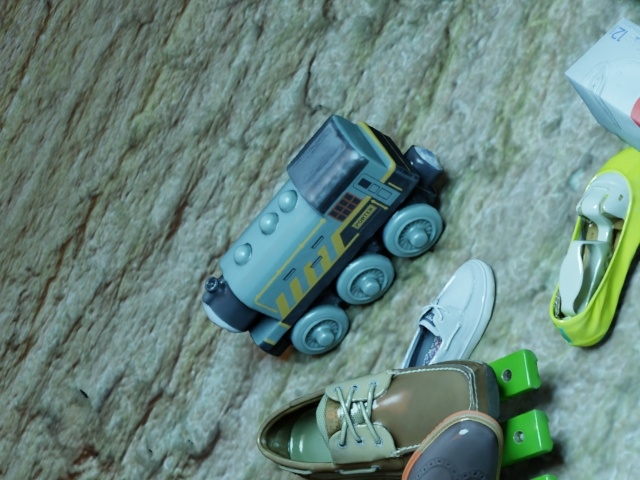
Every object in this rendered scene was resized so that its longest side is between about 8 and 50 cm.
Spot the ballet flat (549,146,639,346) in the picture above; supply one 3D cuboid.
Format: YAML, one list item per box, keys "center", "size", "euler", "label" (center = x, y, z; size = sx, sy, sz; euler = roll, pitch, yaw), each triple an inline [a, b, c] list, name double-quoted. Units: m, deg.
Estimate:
- center: [0.294, -0.002, 1.396]
  size: [0.077, 0.077, 0.231]
  euler: [9, 76, 47]
  label: "ballet flat"

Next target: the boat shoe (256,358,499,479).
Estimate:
- center: [0.051, 0.203, 1.434]
  size: [0.324, 0.120, 0.122]
  euler: [-28, 59, 46]
  label: "boat shoe"

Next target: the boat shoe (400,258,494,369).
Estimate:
- center: [0.137, 0.102, 1.516]
  size: [0.066, 0.063, 0.184]
  euler: [29, 92, 50]
  label: "boat shoe"

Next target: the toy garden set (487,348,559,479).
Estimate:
- center: [0.175, 0.264, 1.403]
  size: [0.204, 0.049, 0.244]
  euler: [-30, 56, 41]
  label: "toy garden set"

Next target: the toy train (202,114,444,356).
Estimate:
- center: [0.000, 0.000, 1.617]
  size: [0.334, 0.190, 0.142]
  euler: [-48, 42, 17]
  label: "toy train"

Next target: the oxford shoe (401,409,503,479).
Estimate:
- center: [0.115, 0.297, 1.325]
  size: [0.098, 0.097, 0.271]
  euler: [-80, 10, -70]
  label: "oxford shoe"

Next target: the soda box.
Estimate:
- center: [0.378, -0.116, 1.339]
  size: [0.091, 0.098, 0.286]
  euler: [-44, 43, 1]
  label: "soda box"
